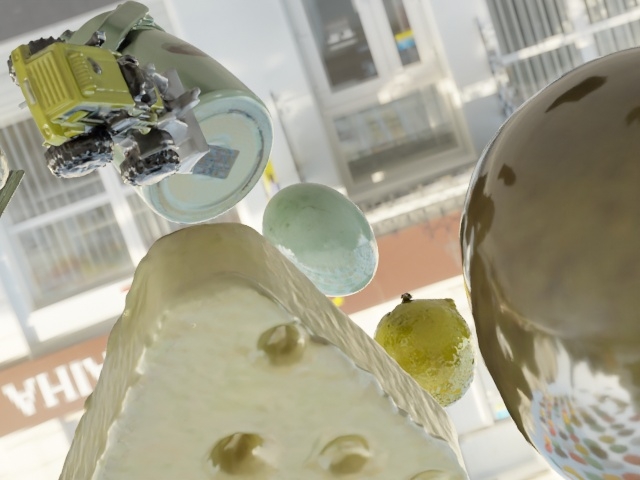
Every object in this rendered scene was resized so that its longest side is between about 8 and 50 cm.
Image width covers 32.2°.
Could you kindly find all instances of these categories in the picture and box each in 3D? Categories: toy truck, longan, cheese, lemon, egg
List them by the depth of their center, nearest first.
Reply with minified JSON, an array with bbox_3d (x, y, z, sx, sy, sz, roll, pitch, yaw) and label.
[{"bbox_3d":[0.228,0.024,0.671,0.318,0.319,0.319,-18,-168,4],"label":"longan"},{"bbox_3d":[-0.030,0.182,0.970,0.383,0.384,0.104,-18,-144,3],"label":"cheese"},{"bbox_3d":[-0.195,-0.132,1.107,0.111,0.136,0.286,-27,170,23],"label":"toy truck"},{"bbox_3d":[0.000,0.000,1.642,0.149,0.192,0.149,-43,-172,8],"label":"egg"},{"bbox_3d":[0.166,0.189,1.792,0.173,0.207,0.173,3,179,0],"label":"lemon"}]

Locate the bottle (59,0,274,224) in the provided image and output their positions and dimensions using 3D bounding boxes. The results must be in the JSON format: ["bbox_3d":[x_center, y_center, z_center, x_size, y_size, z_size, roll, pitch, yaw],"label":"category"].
[{"bbox_3d":[-0.246,-0.203,1.551,0.229,0.229,0.352,-25,-129,-26],"label":"bottle"}]

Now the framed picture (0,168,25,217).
[{"bbox_3d":[-0.605,-0.013,1.706,0.232,0.019,0.296,-7,-142,13],"label":"framed picture"}]

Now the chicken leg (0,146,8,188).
[{"bbox_3d":[-0.486,-0.123,1.438,0.088,0.103,0.227,-55,157,-4],"label":"chicken leg"}]
